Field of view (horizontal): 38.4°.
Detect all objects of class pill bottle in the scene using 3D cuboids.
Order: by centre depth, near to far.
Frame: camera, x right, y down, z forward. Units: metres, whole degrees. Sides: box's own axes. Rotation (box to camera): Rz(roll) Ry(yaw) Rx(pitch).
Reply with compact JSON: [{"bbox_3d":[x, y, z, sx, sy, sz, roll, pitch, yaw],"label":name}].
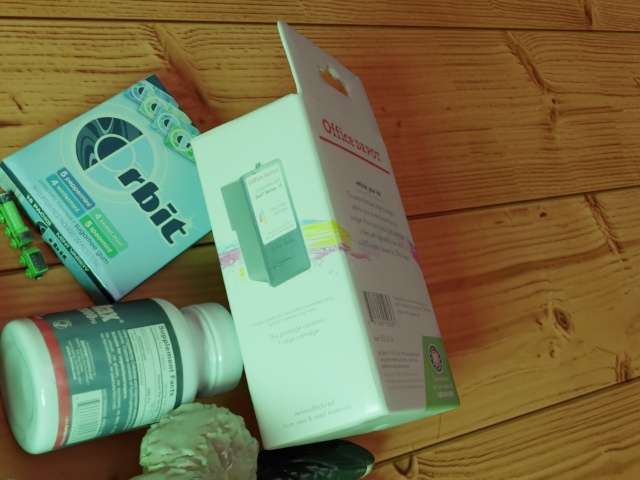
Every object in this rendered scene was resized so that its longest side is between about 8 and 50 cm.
[{"bbox_3d":[-0.161,0.104,0.760,0.180,0.108,0.108,-8,74,-36],"label":"pill bottle"}]

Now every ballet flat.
[{"bbox_3d":[-0.025,0.216,0.846,0.173,0.057,0.049,-2,111,-32],"label":"ballet flat"}]

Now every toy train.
[{"bbox_3d":[-0.260,-0.005,0.796,0.017,0.023,0.083,-24,84,-38],"label":"toy train"}]

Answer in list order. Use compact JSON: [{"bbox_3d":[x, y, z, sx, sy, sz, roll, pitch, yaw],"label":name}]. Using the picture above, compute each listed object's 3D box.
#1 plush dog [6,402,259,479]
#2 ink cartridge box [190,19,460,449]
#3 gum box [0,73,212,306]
[{"bbox_3d":[-0.122,0.278,0.665,0.262,0.210,0.226,-20,116,-28],"label":"plush dog"},{"bbox_3d":[0.000,0.000,0.854,0.207,0.119,0.354,17,55,-63],"label":"ink cartridge box"},{"bbox_3d":[-0.178,-0.049,0.858,0.157,0.041,0.184,51,53,-3],"label":"gum box"}]
